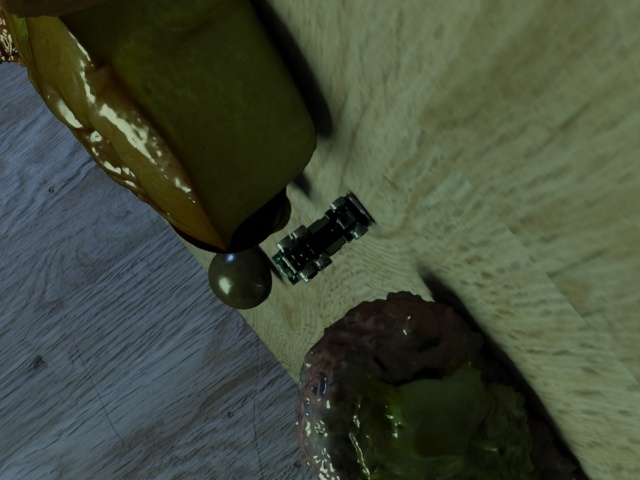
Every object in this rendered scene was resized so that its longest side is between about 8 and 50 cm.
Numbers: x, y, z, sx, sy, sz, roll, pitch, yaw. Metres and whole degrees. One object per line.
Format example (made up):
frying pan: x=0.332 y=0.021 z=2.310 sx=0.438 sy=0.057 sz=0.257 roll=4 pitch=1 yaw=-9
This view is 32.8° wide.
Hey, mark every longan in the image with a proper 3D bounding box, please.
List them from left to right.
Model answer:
longan: x=-0.118 y=0.054 z=1.647 sx=0.113 sy=0.092 sz=0.113 roll=31 pitch=140 yaw=30

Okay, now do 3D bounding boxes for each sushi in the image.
sushi: x=0.084 y=0.159 z=0.824 sx=0.241 sy=0.161 sz=0.107 roll=55 pitch=169 yaw=-13

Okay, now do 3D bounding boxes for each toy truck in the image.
toy truck: x=0.000 y=0.000 z=0.872 sx=0.039 sy=0.083 sz=0.044 roll=51 pitch=178 yaw=0

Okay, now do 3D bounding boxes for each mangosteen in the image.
mangosteen: x=-0.083 y=-0.049 z=1.007 sx=0.140 sy=0.140 sz=0.140 roll=50 pitch=171 yaw=11

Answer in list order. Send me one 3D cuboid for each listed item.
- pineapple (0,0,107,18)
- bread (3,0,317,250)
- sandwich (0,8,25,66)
pineapple: x=-0.167 y=-0.260 z=0.558 sx=0.278 sy=0.158 sz=0.158 roll=63 pitch=172 yaw=6
bread: x=-0.122 y=-0.118 z=0.789 sx=0.270 sy=0.148 sz=0.270 roll=50 pitch=171 yaw=11
sandwich: x=-0.458 y=-0.356 z=1.547 sx=0.301 sy=0.250 sz=0.162 roll=42 pitch=-146 yaw=3
